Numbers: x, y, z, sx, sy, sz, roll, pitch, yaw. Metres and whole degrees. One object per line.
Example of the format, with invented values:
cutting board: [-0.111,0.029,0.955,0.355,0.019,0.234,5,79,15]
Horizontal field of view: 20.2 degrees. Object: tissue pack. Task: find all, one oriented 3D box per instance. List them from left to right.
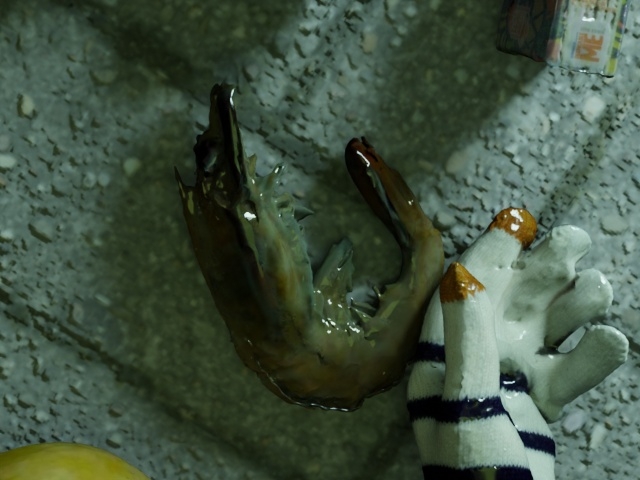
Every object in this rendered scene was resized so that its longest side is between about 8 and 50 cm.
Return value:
tissue pack: [0.169,-0.189,1.192,0.060,0.108,0.148,8,99,-13]

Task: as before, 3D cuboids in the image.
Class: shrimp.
shrimp: [0.000,0.000,1.237,0.173,0.058,0.253,-18,107,-13]

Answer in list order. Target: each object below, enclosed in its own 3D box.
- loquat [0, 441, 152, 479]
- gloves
loquat: [-0.181,0.254,1.166,0.244,0.244,0.244,-2,102,-8]
gloves: [0.124,0.090,1.246,0.140,0.131,0.218,9,71,-23]
